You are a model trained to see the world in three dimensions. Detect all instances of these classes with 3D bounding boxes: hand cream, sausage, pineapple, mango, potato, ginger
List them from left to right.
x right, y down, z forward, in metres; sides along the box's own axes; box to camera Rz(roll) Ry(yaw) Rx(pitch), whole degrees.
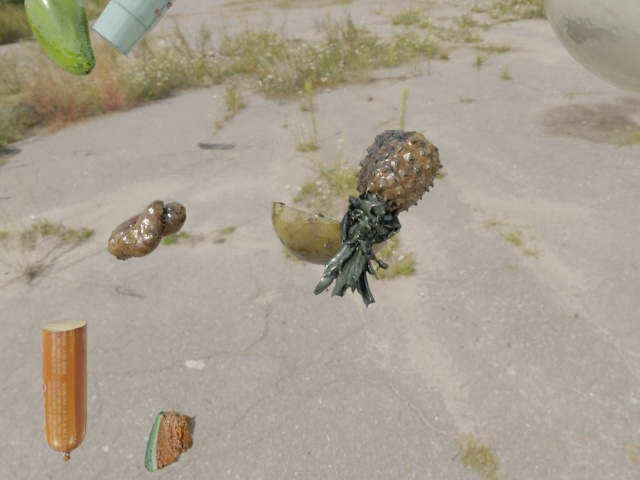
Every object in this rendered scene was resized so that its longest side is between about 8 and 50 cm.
[{"bbox_3d":[-0.408,-0.336,0.829,0.091,0.165,0.074,-32,-8,21],"label":"mango"},{"bbox_3d":[-0.570,0.339,1.172,0.093,0.312,0.093,2,5,0],"label":"sausage"},{"bbox_3d":[-0.309,-0.028,0.957,0.162,0.073,0.103,-41,21,-31],"label":"ginger"},{"bbox_3d":[-0.154,-0.368,0.626,0.058,0.331,0.085,36,0,5],"label":"hand cream"},{"bbox_3d":[0.000,0.000,1.235,0.299,0.116,0.239,16,-8,21],"label":"potato"},{"bbox_3d":[0.100,-0.041,1.032,0.165,0.165,0.365,22,81,42],"label":"pineapple"}]

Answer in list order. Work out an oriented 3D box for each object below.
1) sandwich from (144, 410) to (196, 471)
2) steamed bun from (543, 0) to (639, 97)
[{"bbox_3d":[-0.449,0.621,1.617,0.160,0.185,0.109,1,-12,30],"label":"sandwich"},{"bbox_3d":[0.388,-0.250,0.539,0.324,0.206,0.324,22,15,-6],"label":"steamed bun"}]
